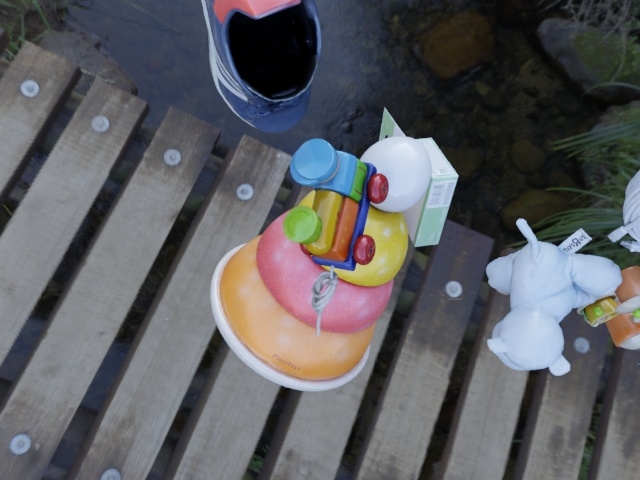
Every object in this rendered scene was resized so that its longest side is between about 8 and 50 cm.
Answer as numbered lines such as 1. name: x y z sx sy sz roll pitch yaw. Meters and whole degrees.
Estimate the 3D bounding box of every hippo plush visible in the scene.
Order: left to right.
1. hippo plush: 0.436 0.137 1.077 0.235 0.294 0.236 11 72 6

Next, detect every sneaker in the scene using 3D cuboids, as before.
1. sneaker: -0.059 -0.200 0.677 0.131 0.350 0.148 -25 70 -3

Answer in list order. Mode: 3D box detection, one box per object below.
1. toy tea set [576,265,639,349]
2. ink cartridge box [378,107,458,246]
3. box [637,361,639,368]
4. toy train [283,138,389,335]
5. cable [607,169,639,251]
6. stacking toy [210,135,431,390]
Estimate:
1. toy tea set: 0.672 0.157 1.204 0.336 0.200 0.124 11 48 -44
2. ink cartridge box: 0.176 -0.128 1.109 0.056 0.171 0.235 -8 45 -13
3. box: 0.987 0.270 1.301 0.343 0.312 0.178 -16 76 -29
4. toy train: 0.000 0.000 0.746 0.105 0.143 0.247 10 83 28
5. cable: 0.656 -0.058 0.965 0.257 0.257 0.089 12 63 9
6. stacking toy: 0.046 0.014 1.018 0.351 0.480 0.350 23 39 -20
